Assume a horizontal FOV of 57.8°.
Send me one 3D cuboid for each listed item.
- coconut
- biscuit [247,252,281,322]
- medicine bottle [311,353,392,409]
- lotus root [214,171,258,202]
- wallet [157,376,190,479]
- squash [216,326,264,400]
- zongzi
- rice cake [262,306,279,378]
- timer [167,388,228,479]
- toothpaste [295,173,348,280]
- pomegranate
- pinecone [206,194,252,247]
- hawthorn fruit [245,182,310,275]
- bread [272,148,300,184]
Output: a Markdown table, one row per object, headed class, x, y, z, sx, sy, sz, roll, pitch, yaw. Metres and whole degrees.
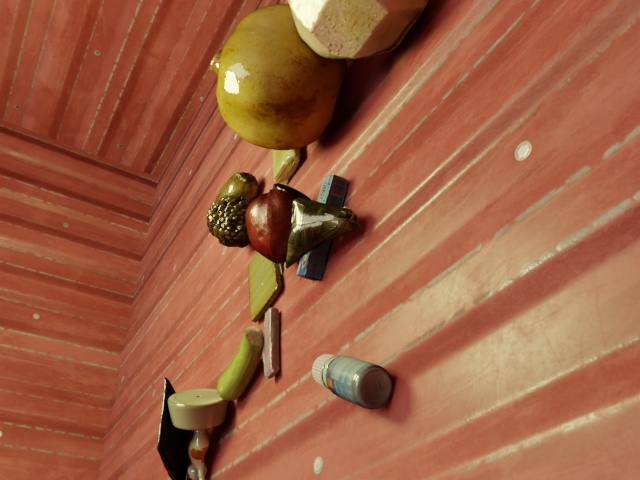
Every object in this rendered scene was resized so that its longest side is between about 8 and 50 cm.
| class | x | y | z | sx | sy | sz | roll | pitch | yaw |
| --- | --- | --- | --- | --- | --- | --- | --- | --- | --- |
| coconut | 0.098 | -0.623 | 1.411 | 0.352 | 0.353 | 0.352 | -44 | 36 | 43 |
| biscuit | -0.170 | 0.112 | 1.765 | 0.172 | 0.029 | 0.254 | -53 | 30 | 31 |
| medicine bottle | 0.055 | 0.268 | 1.134 | 0.203 | 0.084 | 0.083 | -1 | 71 | 64 |
| lotus root | -0.320 | -0.144 | 2.130 | 0.260 | 0.128 | 0.145 | -54 | 3 | 32 |
| wallet | -0.442 | 0.590 | 1.770 | 0.322 | 0.041 | 0.247 | 88 | 179 | -46 |
| squash | -0.222 | 0.353 | 1.616 | 0.250 | 0.083 | 0.083 | -63 | 26 | 27 |
| zongzi | 0.000 | 0.000 | 1.385 | 0.187 | 0.084 | 0.184 | 15 | 92 | 40 |
| rice cake | -0.130 | 0.273 | 1.556 | 0.047 | 0.036 | 0.206 | 122 | 154 | -45 |
| timer | -0.355 | 0.585 | 1.693 | 0.175 | 0.175 | 0.265 | 0 | 90 | 64 |
| toothpaste | 0.004 | -0.034 | 1.490 | 0.066 | 0.053 | 0.272 | -1 | 71 | 63 |
| pomegranate | -0.123 | -0.466 | 1.654 | 0.417 | 0.417 | 0.416 | -44 | 36 | 43 |
| pinecone | -0.292 | -0.063 | 1.970 | 0.184 | 0.179 | 0.204 | 65 | 171 | -2 |
| hawthorn fruit | -0.106 | -0.028 | 1.593 | 0.189 | 0.190 | 0.251 | -11 | 82 | 62 |
| bread | -0.109 | -0.286 | 1.894 | 0.139 | 0.060 | 0.178 | -47 | 34 | 41 |
